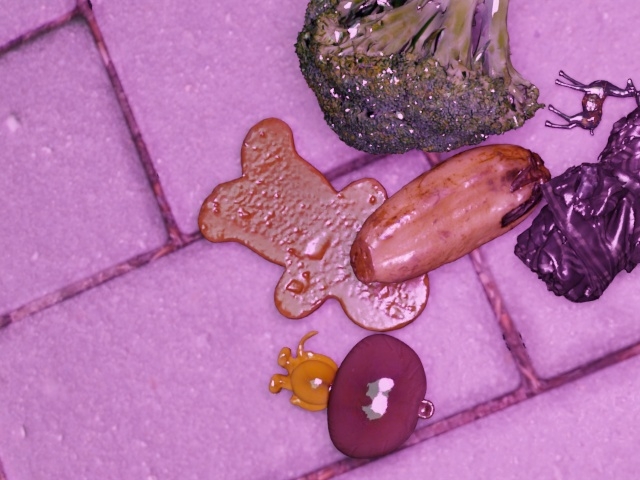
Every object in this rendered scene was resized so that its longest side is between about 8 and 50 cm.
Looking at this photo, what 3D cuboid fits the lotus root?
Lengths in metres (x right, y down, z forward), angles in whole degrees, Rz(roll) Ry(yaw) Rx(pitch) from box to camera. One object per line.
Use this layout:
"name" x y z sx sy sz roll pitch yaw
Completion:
"lotus root" 0.144 -0.034 1.233 0.258 0.097 0.110 -26 106 -16

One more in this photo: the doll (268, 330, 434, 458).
"doll" 0.041 0.166 1.262 0.188 0.096 0.145 38 87 22

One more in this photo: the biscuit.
"biscuit" 0.000 0.000 1.304 0.301 0.049 0.197 36 91 13

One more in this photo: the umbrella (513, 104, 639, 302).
"umbrella" 0.365 -0.071 1.194 0.336 0.128 0.154 -42 116 1

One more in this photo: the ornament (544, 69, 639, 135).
"ornament" 0.331 -0.156 1.263 0.125 0.028 0.073 13 87 14

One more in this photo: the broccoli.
"broccoli" 0.106 -0.200 1.202 0.242 0.261 0.269 -59 43 21
